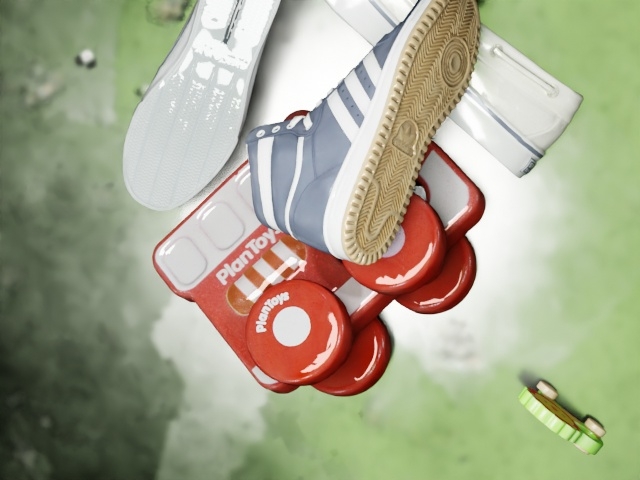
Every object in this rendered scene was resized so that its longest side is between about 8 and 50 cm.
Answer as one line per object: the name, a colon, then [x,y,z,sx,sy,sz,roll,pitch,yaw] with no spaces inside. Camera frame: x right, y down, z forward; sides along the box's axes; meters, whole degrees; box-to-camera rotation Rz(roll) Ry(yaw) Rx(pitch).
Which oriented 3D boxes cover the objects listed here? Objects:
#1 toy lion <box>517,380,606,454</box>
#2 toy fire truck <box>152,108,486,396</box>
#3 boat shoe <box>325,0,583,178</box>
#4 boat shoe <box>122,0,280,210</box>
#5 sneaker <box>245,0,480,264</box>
toy lion: [0.242,0.181,1.334,0.100,0.096,0.034,38,98,3]
toy fire truck: [0.000,0.000,1.335,0.302,0.169,0.254,-44,69,7]
boat shoe: [0.116,-0.238,1.307,0.367,0.136,0.156,43,98,0]
boat shoe: [-0.110,-0.170,1.360,0.109,0.094,0.302,27,108,-4]
sneaker: [0.033,-0.121,1.227,0.153,0.099,0.282,13,73,42]
